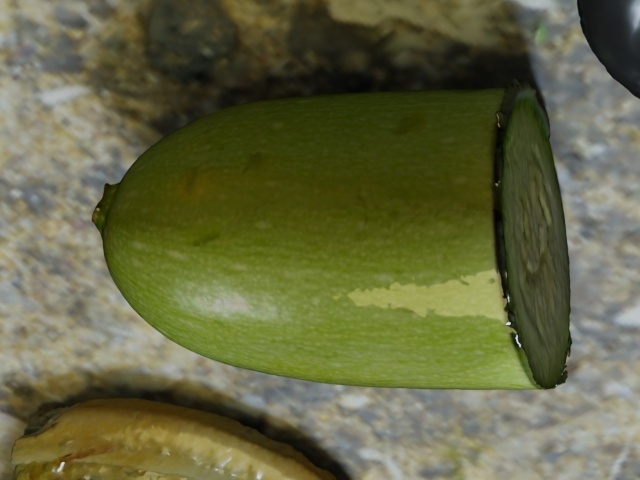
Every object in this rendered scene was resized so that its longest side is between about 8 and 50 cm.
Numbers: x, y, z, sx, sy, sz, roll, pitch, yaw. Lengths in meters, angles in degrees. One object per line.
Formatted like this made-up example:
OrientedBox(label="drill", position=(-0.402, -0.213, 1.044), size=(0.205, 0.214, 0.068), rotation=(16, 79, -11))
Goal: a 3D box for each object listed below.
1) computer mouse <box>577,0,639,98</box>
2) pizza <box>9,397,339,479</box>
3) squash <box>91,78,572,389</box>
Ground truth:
OrientedBox(label="computer mouse", position=(0.212, -0.077, 0.626), size=(0.269, 0.100, 0.170), rotation=(35, 132, -17))
OrientedBox(label="pizza", position=(-0.096, 0.163, 0.958), size=(0.181, 0.034, 0.262), rotation=(38, 129, -15))
OrientedBox(label="squash", position=(0.000, 0.000, 0.744), size=(0.187, 0.123, 0.123), rotation=(0, 128, 16))
